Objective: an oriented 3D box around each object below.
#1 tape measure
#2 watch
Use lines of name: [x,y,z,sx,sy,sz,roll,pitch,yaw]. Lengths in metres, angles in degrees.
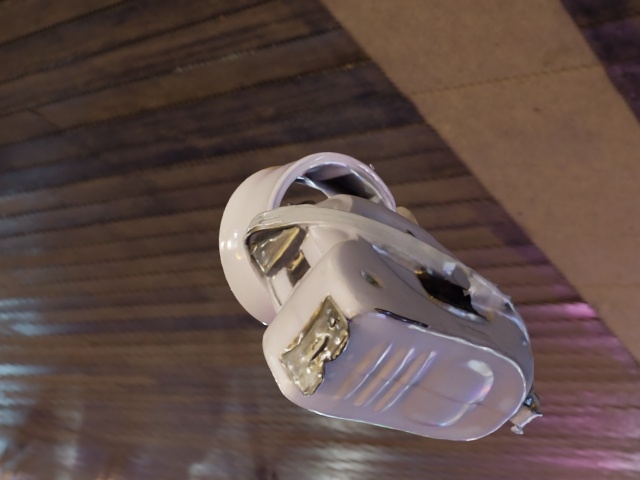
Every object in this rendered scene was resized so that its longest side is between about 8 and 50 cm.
tape measure: [0.049,0.050,0.766,0.236,0.197,0.120,21,114,-39]
watch: [0.000,0.000,1.287,0.231,0.244,0.196,44,149,-20]
